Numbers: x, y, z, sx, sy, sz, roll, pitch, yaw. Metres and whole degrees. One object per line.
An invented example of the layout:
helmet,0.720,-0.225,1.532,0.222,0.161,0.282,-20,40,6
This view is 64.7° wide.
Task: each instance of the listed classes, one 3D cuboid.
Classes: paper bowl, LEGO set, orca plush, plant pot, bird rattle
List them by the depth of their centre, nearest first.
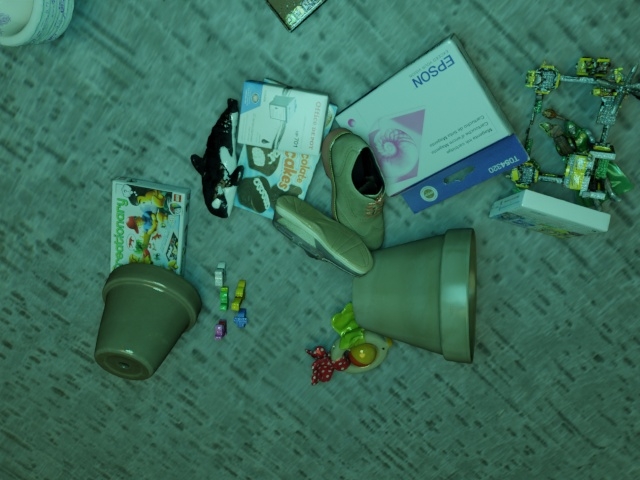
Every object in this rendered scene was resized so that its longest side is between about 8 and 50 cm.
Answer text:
paper bowl,-0.654,-0.576,1.093,0.284,0.148,0.285,11,118,22
LEGO set,0.539,-0.233,1.101,0.254,0.192,0.332,21,115,21
orca plush,-0.255,-0.199,1.214,0.102,0.151,0.288,0,116,-37
plant pot,0.235,0.131,1.248,0.280,0.323,0.324,-1,111,19
plant pot,-0.468,0.225,1.308,0.262,0.229,0.263,7,137,6
LEGO set,-0.248,0.183,1.394,0.086,0.093,0.228,3,110,3
bird rattle,0.086,0.316,1.408,0.206,0.143,0.254,18,114,-20

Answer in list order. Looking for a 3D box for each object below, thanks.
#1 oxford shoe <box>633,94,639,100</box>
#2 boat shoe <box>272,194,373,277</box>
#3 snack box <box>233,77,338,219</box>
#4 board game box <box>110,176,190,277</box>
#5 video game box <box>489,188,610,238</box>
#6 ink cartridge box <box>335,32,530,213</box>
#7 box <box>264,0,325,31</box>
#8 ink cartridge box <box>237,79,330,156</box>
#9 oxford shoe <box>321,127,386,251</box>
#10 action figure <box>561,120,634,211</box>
oxford shoe,0.835,-0.316,1.146,0.227,0.083,0.096,31,105,-8
boat shoe,0.000,0.000,1.227,0.285,0.103,0.092,36,130,12
snack box,-0.098,-0.214,1.257,0.186,0.060,0.322,20,110,-4
board game box,-0.461,-0.005,1.362,0.192,0.053,0.306,10,110,1
video game box,0.538,-0.058,1.206,0.205,0.187,0.048,16,82,-3
ink cartridge box,0.250,-0.235,1.160,0.324,0.071,0.330,-27,106,38
box,-0.055,-0.600,1.123,0.190,0.045,0.184,-36,106,14
ink cartridge box,-0.083,-0.280,1.157,0.190,0.082,0.140,10,109,2
oxford shoe,0.099,-0.093,1.210,0.123,0.130,0.348,-35,128,-15
action figure,0.645,-0.186,1.220,0.137,0.063,0.232,-30,102,17
